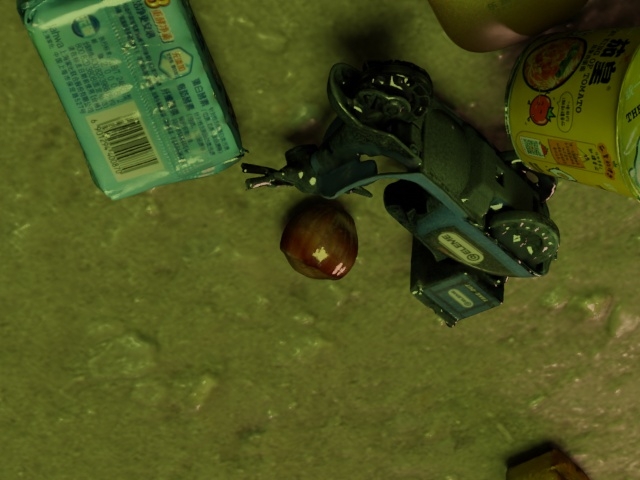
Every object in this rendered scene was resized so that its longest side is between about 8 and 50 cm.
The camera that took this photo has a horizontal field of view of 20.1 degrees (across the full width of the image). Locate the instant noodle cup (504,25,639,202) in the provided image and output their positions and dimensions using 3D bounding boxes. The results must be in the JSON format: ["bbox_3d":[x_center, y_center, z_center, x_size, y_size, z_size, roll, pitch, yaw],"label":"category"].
[{"bbox_3d":[0.275,-0.126,1.738,0.144,0.182,0.182,9,145,41],"label":"instant noodle cup"}]

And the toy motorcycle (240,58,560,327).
[{"bbox_3d":[0.095,-0.051,1.803,0.212,0.125,0.358,-24,134,32],"label":"toy motorcycle"}]

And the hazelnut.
[{"bbox_3d":[0.000,0.000,1.883,0.086,0.086,0.086,-5,131,-6],"label":"hazelnut"}]

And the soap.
[{"bbox_3d":[-0.176,-0.157,1.715,0.156,0.077,0.293,-16,132,3],"label":"soap"}]

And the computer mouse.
[{"bbox_3d":[0.149,-0.298,1.656,0.158,0.072,0.310,-23,129,8],"label":"computer mouse"}]

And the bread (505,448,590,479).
[{"bbox_3d":[0.304,0.354,2.214,0.094,0.102,0.245,-21,129,11],"label":"bread"}]
